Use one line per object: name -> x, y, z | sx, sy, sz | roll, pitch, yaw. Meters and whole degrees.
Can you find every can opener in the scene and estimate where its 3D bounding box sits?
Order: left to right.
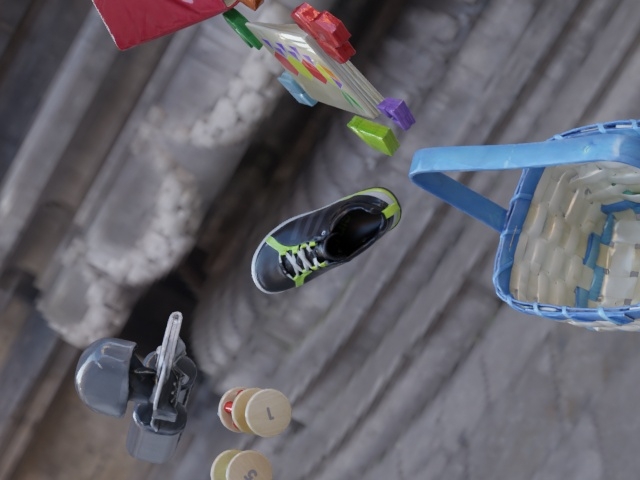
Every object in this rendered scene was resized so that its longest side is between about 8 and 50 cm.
can opener -> -0.154, 0.123, 1.246 | 0.283, 0.095, 0.076 | 118, 164, -69

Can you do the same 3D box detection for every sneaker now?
sneaker -> 0.000, 0.000, 1.957 | 0.234, 0.084, 0.097 | -32, 8, 19

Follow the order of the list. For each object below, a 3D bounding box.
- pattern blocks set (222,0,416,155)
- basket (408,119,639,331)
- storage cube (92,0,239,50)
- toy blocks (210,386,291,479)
pattern blocks set -> -0.002, -0.204, 1.746 | 0.026, 0.285, 0.325 | -48, 36, -8
basket -> 0.254, -0.022, 1.397 | 0.254, 0.289, 0.201 | 2, 73, 44
storage cube -> -0.186, -0.378, 1.887 | 0.193, 0.184, 0.215 | -14, 25, 38
toy blocks -> -0.091, 0.223, 1.667 | 0.148, 0.054, 0.123 | -11, 59, 68
